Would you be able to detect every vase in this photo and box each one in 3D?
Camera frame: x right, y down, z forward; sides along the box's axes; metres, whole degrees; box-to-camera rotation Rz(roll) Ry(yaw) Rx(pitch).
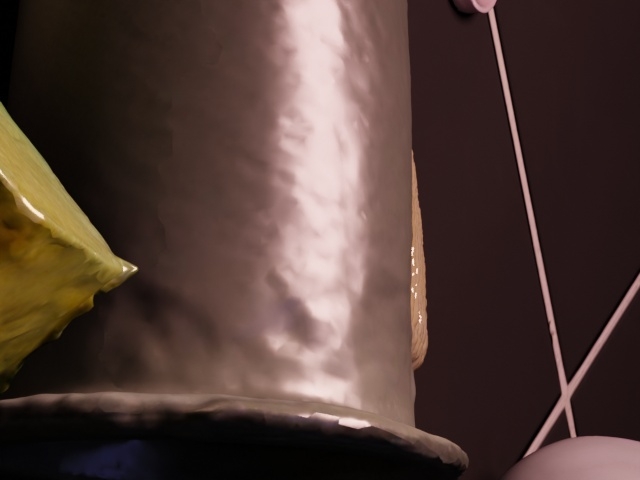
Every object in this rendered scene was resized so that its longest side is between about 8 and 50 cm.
[{"bbox_3d":[-0.047,-0.034,0.844,0.245,0.245,0.291,28,61,-57],"label":"vase"}]

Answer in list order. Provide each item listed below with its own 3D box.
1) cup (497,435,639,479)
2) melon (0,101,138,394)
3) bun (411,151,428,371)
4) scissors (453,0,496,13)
[{"bbox_3d":[0.185,0.307,1.257,0.212,0.212,0.317,57,44,-45],"label":"cup"},{"bbox_3d":[-0.216,-0.021,0.554,0.343,0.226,0.331,50,39,-64],"label":"melon"},{"bbox_3d":[0.000,0.000,1.021,0.173,0.113,0.166,-81,165,-64],"label":"bun"},{"bbox_3d":[0.104,-0.282,1.278,0.118,0.031,0.242,-51,137,-47],"label":"scissors"}]
